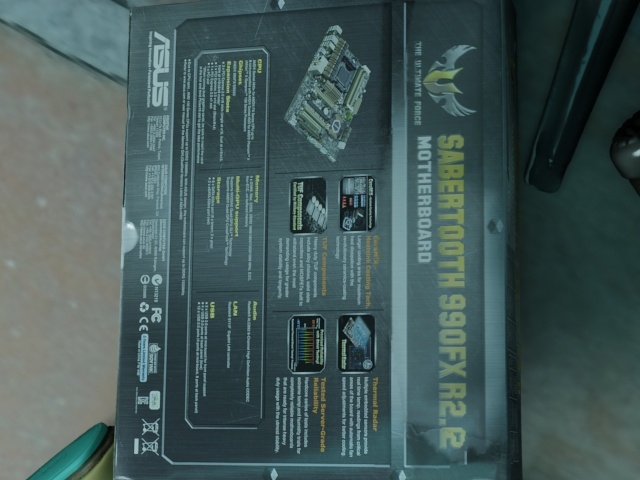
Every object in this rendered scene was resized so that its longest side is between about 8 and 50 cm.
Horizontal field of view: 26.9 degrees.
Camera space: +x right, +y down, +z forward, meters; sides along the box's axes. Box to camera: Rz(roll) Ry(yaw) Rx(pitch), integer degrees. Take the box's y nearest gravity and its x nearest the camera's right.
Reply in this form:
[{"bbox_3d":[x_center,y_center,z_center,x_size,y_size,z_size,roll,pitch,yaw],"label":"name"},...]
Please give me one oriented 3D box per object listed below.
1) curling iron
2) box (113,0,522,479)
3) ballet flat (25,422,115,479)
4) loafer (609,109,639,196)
[{"bbox_3d":[0.157,-0.144,0.604,0.068,0.035,0.274,28,106,8],"label":"curling iron"},{"bbox_3d":[0.000,0.000,0.625,0.183,0.056,0.231,-2,81,14],"label":"box"},{"bbox_3d":[-0.180,0.184,0.735,0.232,0.080,0.073,-32,106,19],"label":"ballet flat"},{"bbox_3d":[0.241,-0.055,0.585,0.220,0.080,0.078,-21,104,22],"label":"loafer"}]
